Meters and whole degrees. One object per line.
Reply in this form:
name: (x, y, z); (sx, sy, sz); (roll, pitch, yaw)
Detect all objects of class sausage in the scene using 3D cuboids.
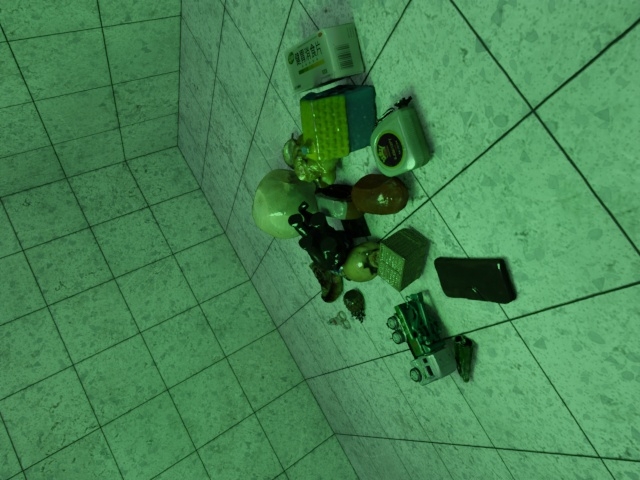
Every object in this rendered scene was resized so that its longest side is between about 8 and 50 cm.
sausage: (0.231, -0.177, 1.637); (0.141, 0.153, 0.268); (52, 160, -25)

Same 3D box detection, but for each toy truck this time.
toy truck: (0.417, 0.402, 1.743); (0.178, 0.176, 0.364); (-39, 67, 53)

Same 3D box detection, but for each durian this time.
durian: (-0.114, -0.445, 2.104); (0.148, 0.091, 0.189); (6, 115, 45)

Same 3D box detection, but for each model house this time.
model house: (0.052, -0.442, 1.593); (0.215, 0.303, 0.237); (24, 132, 43)

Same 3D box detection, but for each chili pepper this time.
chili pepper: (0.578, 0.487, 1.683); (0.088, 0.059, 0.227); (32, 141, 56)

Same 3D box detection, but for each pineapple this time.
pineapple: (0.190, 0.355, 2.240); (0.108, 0.108, 0.198); (25, 146, 52)

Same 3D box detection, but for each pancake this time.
pancake: (0.026, 0.184, 2.411); (0.305, 0.066, 0.427); (54, 153, 23)

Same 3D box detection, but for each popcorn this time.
popcorn: (-0.006, -0.366, 1.883); (0.233, 0.192, 0.266); (-23, 88, 33)

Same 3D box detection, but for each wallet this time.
wallet: (0.533, 0.138, 1.487); (0.309, 0.042, 0.165); (-3, 108, 61)

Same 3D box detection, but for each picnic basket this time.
picnic basket: (0.329, 0.073, 1.674); (0.134, 0.154, 0.196); (37, 147, 34)

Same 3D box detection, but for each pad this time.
pad: (0.160, -0.079, 2.014); (0.211, 0.003, 0.143); (-10, 103, 63)

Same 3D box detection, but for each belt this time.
belt: (0.082, -0.175, 1.872); (0.261, 0.184, 0.105); (32, 138, 48)

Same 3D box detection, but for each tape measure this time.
tape measure: (0.268, -0.352, 1.477); (0.207, 0.115, 0.236); (-12, 98, 57)

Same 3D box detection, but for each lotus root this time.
lotus root: (0.184, 0.108, 1.933); (0.183, 0.182, 0.310); (62, 154, 4)

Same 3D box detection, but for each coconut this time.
coconut: (-0.170, -0.190, 2.149); (0.346, 0.346, 0.360); (60, 155, 9)

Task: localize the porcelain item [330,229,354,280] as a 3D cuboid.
porcelain item: (0.103, 0.080, 2.107); (0.186, 0.138, 0.288); (40, 148, 28)

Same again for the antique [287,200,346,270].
antique: (0.000, 0.000, 1.881); (0.255, 0.185, 0.322); (44, -165, -56)

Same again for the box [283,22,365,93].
box: (0.004, -0.690, 1.621); (0.332, 0.145, 0.173); (13, 121, 58)

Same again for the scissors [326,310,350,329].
scissors: (0.103, 0.495, 2.574); (0.242, 0.030, 0.118); (-30, 86, 59)
